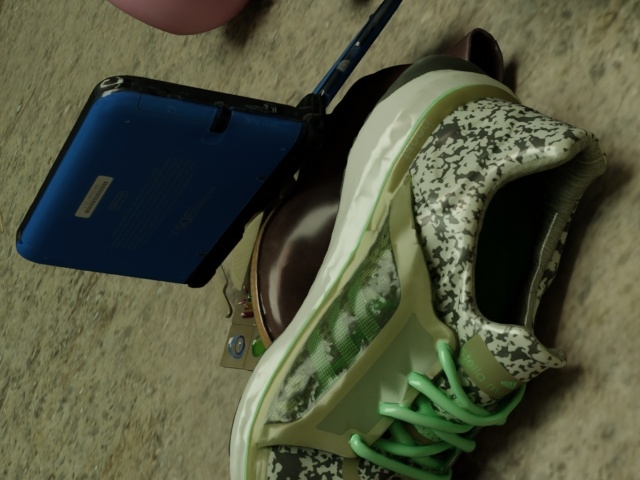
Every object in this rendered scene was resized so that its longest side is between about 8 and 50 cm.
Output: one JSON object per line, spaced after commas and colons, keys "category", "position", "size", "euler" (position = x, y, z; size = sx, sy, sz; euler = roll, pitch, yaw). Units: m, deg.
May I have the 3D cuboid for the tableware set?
{"category": "tableware set", "position": [-0.057, -0.016, 1.532], "size": [0.128, 0.039, 0.194], "euler": [-47, 36, 19]}

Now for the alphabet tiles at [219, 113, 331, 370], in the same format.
{"category": "alphabet tiles", "position": [0.000, 0.000, 1.386], "size": [0.198, 0.009, 0.237], "euler": [-1, 70, 55]}

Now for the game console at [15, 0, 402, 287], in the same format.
{"category": "game console", "position": [-0.094, -0.096, 1.332], "size": [0.293, 0.250, 0.173], "euler": [132, 142, -55]}

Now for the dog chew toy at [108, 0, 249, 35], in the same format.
{"category": "dog chew toy", "position": [-0.121, -0.393, 1.764], "size": [0.332, 0.207, 0.206], "euler": [-61, 25, 15]}

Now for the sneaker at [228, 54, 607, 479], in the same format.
{"category": "sneaker", "position": [0.070, 0.081, 1.055], "size": [0.182, 0.158, 0.410], "euler": [17, 89, 57]}

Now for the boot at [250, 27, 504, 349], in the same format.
{"category": "boot", "position": [0.042, -0.031, 1.241], "size": [0.207, 0.090, 0.248], "euler": [-23, 47, 56]}
